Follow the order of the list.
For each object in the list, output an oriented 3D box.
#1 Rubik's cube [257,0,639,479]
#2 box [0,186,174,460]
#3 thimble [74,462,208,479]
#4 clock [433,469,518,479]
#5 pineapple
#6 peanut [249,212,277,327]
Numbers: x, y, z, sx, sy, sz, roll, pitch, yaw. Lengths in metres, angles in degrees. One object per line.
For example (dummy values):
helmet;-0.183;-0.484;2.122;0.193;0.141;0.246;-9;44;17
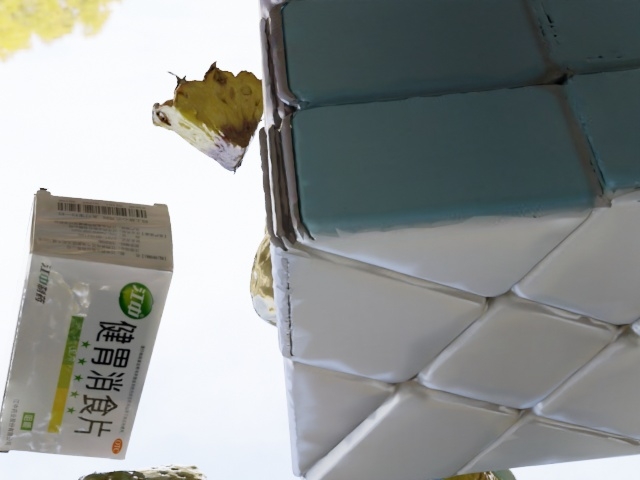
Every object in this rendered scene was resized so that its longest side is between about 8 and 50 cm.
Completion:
Rubik's cube;0.084;-0.027;0.561;0.231;0.221;0.224;-6;-130;-4
box;-0.304;0.110;1.351;0.173;0.332;0.145;8;-150;-19
thimble;-0.202;0.332;1.234;0.144;0.137;0.190;-3;-157;-29
clock;0.073;0.186;0.736;0.103;0.144;0.231;-46;-155;-13
pineapple;-0.108;-0.124;1.118;0.137;0.069;0.116;-12;-113;-30
peanut;0.000;0.000;0.919;0.120;0.110;0.236;11;-146;11
